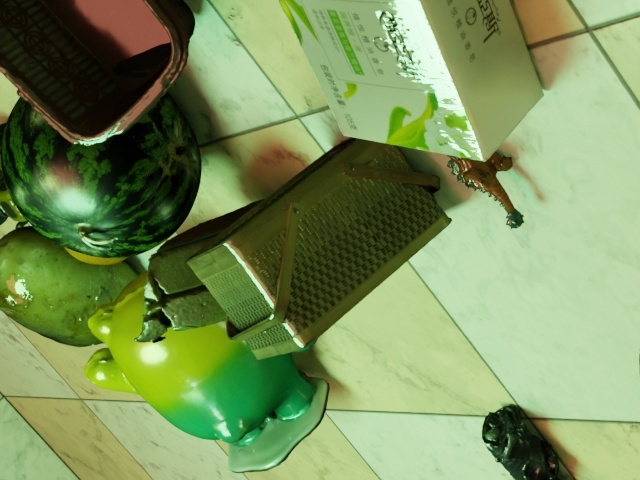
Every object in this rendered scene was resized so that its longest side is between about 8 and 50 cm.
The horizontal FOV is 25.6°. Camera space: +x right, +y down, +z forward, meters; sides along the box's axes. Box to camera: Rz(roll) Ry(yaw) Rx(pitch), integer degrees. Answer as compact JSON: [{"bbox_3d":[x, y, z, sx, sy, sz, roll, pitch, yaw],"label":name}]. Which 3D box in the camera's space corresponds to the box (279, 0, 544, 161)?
[{"bbox_3d":[0.070,-0.214,1.309,0.194,0.111,0.260,13,139,45],"label":"box"}]

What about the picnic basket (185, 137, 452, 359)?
[{"bbox_3d":[0.000,0.000,1.556,0.139,0.266,0.165,54,156,-6],"label":"picnic basket"}]

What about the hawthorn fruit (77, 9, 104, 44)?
[{"bbox_3d":[-0.257,-0.266,1.726,0.093,0.093,0.093,33,152,20],"label":"hawthorn fruit"}]

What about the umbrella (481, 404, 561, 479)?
[{"bbox_3d":[0.290,0.310,1.835,0.071,0.080,0.224,-23,121,24],"label":"umbrella"}]

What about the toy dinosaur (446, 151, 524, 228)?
[{"bbox_3d":[0.162,-0.074,1.451,0.154,0.049,0.055,53,150,-8],"label":"toy dinosaur"}]

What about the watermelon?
[{"bbox_3d":[-0.283,-0.108,1.806,0.269,0.269,0.269,33,152,20],"label":"watermelon"}]

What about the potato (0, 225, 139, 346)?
[{"bbox_3d":[-0.413,0.076,2.278,0.210,0.173,0.307,14,170,34],"label":"potato"}]

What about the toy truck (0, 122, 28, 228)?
[{"bbox_3d":[-0.481,-0.080,2.204,0.224,0.165,0.147,6,135,50],"label":"toy truck"}]

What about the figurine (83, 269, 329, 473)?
[{"bbox_3d":[-0.163,0.174,2.053,0.323,0.231,0.340,-32,122,22],"label":"figurine"}]

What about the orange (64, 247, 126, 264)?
[{"bbox_3d":[-0.317,-0.043,2.067,0.159,0.159,0.136,36,-167,14],"label":"orange"}]

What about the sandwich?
[{"bbox_3d":[-0.098,0.016,1.776,0.212,0.292,0.109,-93,-12,-72],"label":"sandwich"}]

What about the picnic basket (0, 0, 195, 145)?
[{"bbox_3d":[-0.278,-0.270,1.611,0.222,0.129,0.297,-41,95,26],"label":"picnic basket"}]
